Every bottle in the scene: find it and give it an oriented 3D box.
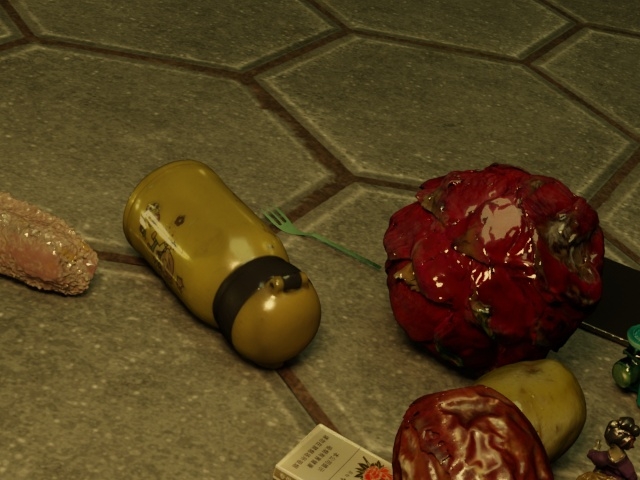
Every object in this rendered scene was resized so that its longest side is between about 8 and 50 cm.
[{"bbox_3d":[-0.135,0.040,1.567,0.172,0.171,0.351,-11,40,-35],"label":"bottle"}]

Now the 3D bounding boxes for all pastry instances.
[{"bbox_3d":[-0.446,-0.004,1.580,0.265,0.102,0.112,25,15,30],"label":"pastry"}]

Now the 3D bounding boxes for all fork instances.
[{"bbox_3d":[-0.001,0.002,1.821,0.235,0.021,0.039,29,38,22],"label":"fork"}]

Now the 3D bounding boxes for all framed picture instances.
[{"bbox_3d":[0.484,0.092,1.863,0.339,0.014,0.255,23,32,15],"label":"framed picture"}]

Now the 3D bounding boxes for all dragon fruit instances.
[{"bbox_3d":[0.248,0.041,1.572,0.329,0.329,0.329,10,31,-6],"label":"dragon fruit"}]

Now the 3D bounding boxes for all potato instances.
[{"bbox_3d":[0.259,0.230,1.432,0.200,0.137,0.154,-15,40,-36],"label":"potato"}]

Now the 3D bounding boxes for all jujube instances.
[{"bbox_3d":[0.177,0.285,1.252,0.184,0.183,0.243,-1,60,-23],"label":"jujube"}]

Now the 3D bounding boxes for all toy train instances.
[{"bbox_3d":[0.538,0.186,1.615,0.198,0.107,0.154,-14,32,-23],"label":"toy train"}]

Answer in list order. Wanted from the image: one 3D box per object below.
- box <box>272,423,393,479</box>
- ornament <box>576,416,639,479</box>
[{"bbox_3d":[0.052,0.303,1.340,0.198,0.029,0.109,26,33,21],"label":"box"},{"bbox_3d":[0.341,0.288,1.318,0.088,0.203,0.081,-2,26,-20],"label":"ornament"}]
